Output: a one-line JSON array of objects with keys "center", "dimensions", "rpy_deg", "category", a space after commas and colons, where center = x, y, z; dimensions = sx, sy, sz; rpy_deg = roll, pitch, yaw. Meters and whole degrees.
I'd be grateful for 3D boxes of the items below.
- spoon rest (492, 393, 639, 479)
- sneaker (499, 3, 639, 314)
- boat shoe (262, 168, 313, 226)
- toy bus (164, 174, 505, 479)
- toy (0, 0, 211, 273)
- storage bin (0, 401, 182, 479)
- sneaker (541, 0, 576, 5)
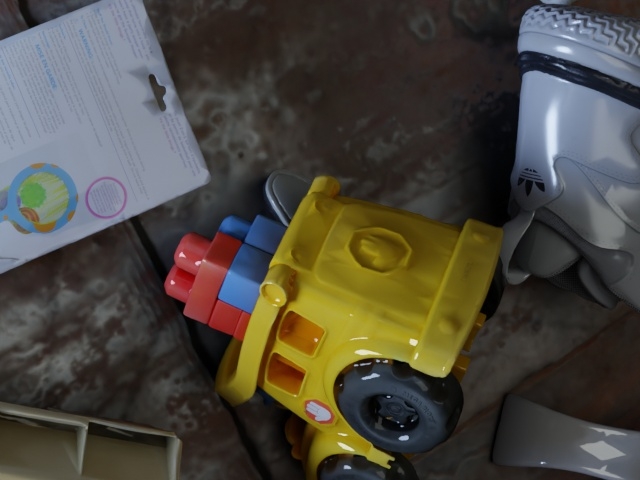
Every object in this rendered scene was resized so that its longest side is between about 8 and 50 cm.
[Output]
[{"center": [0.270, 0.177, 1.291], "dimensions": [0.276, 0.084, 0.137], "rpy_deg": [14, 86, -24], "category": "spoon rest"}, {"center": [0.278, -0.045, 1.267], "dimensions": [0.365, 0.137, 0.210], "rpy_deg": [9, 99, -34], "category": "sneaker"}, {"center": [0.000, 0.000, 1.185], "dimensions": [0.125, 0.038, 0.046], "rpy_deg": [41, 56, -22], "category": "boat shoe"}, {"center": [-0.003, 0.068, 1.120], "dimensions": [0.211, 0.220, 0.149], "rpy_deg": [21, 46, 3], "category": "toy bus"}, {"center": [-0.206, -0.056, 1.077], "dimensions": [0.237, 0.056, 0.137], "rpy_deg": [-25, 105, -17], "category": "toy"}, {"center": [-0.240, 0.222, 1.032], "dimensions": [0.262, 0.123, 0.260], "rpy_deg": [14, 85, -24], "category": "storage bin"}, {"center": [0.260, -0.295, 1.256], "dimensions": [0.152, 0.114, 0.305], "rpy_deg": [32, 78, -21], "category": "sneaker"}]
